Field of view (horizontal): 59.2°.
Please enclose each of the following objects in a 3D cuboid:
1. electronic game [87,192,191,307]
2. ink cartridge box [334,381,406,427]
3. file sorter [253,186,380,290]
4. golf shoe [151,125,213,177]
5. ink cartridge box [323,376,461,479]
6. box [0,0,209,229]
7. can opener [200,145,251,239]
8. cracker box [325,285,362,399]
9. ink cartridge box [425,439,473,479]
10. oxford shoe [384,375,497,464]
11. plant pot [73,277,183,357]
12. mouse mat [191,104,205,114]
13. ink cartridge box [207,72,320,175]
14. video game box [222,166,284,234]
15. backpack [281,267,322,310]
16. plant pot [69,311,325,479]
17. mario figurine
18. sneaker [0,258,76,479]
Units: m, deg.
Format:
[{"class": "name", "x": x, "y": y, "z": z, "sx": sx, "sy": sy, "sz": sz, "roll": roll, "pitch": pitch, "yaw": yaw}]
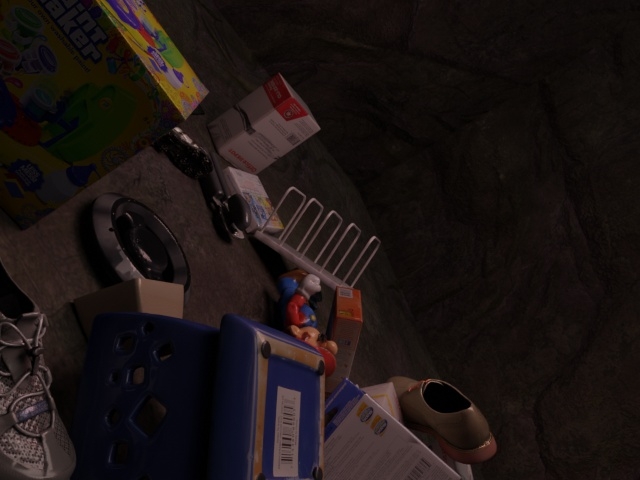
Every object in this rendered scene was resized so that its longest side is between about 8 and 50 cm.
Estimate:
[{"class": "electronic game", "x": -0.294, "y": 0.020, "z": 0.936, "sx": 0.229, "sy": 0.048, "sz": 0.229, "roll": 54, "pitch": 13, "yaw": -19}, {"class": "ink cartridge box", "x": 0.132, "y": 0.466, "z": 1.321, "sx": 0.353, "sy": 0.119, "sz": 0.207, "roll": -12, "pitch": 86, "yaw": -77}, {"class": "file sorter", "x": 0.000, "y": 0.000, "z": 1.531, "sx": 0.277, "sy": 0.173, "sz": 0.193, "roll": 33, "pitch": 1, "yaw": 13}, {"class": "golf shoe", "x": -0.321, "y": -0.224, "z": 1.306, "sx": 0.198, "sy": 0.077, "sz": 0.094, "roll": 46, "pitch": 19, "yaw": -49}, {"class": "ink cartridge box", "x": 0.100, "y": 0.432, "z": 1.102, "sx": 0.311, "sy": 0.186, "sz": 0.065, "roll": 42, "pitch": -9, "yaw": -6}, {"class": "box", "x": -0.354, "y": -0.225, "z": 0.737, "sx": 0.290, "sy": 0.279, "sz": 0.177, "roll": 54, "pitch": 14, "yaw": -22}, {"class": "can opener", "x": -0.237, "y": -0.121, "z": 1.383, "sx": 0.280, "sy": 0.093, "sz": 0.074, "roll": 61, "pitch": 13, "yaw": 28}, {"class": "cracker box", "x": 0.045, "y": 0.249, "z": 1.368, "sx": 0.156, "sy": 0.067, "sz": 0.232, "roll": -87, "pitch": -173, "yaw": -68}, {"class": "ink cartridge box", "x": 0.255, "y": 0.589, "z": 1.372, "sx": 0.092, "sy": 0.217, "sz": 0.158, "roll": 58, "pitch": 13, "yaw": -9}, {"class": "oxford shoe", "x": 0.274, "y": 0.392, "z": 1.391, "sx": 0.397, "sy": 0.140, "sz": 0.147, "roll": 10, "pitch": -59, "yaw": 62}, {"class": "plant pot", "x": -0.254, "y": 0.117, "z": 0.775, "sx": 0.109, "sy": 0.109, "sz": 0.096, "roll": 24, "pitch": 50, "yaw": -68}, {"class": "mouse mat", "x": -0.398, "y": -0.424, "z": 1.605, "sx": 0.153, "sy": 0.007, "sz": 0.190, "roll": 58, "pitch": 14, "yaw": -7}, {"class": "ink cartridge box", "x": -0.169, "y": -0.337, "z": 1.688, "sx": 0.197, "sy": 0.272, "sz": 0.114, "roll": 37, "pitch": 23, "yaw": -59}, {"class": "video game box", "x": -0.192, "y": -0.107, "z": 1.593, "sx": 0.187, "sy": 0.048, "sz": 0.205, "roll": 60, "pitch": 13, "yaw": 9}, {"class": "backpack", "x": -0.050, "y": 0.130, "z": 1.529, "sx": 0.105, "sy": 0.084, "sz": 0.114, "roll": 49, "pitch": 14, "yaw": -47}, {"class": "plant pot", "x": -0.122, "y": 0.211, "z": 0.655, "sx": 0.236, "sy": 0.212, "sz": 0.236, "roll": 40, "pitch": 46, "yaw": -57}, {"class": "mario figurine", "x": -0.022, "y": 0.207, "z": 1.284, "sx": 0.198, "sy": 0.170, "sz": 0.321, "roll": 49, "pitch": 15, "yaw": -30}, {"class": "sneaker", "x": -0.309, "y": 0.113, "z": 0.534, "sx": 0.281, "sy": 0.115, "sz": 0.105, "roll": 60, "pitch": 13, "yaw": 0}]
